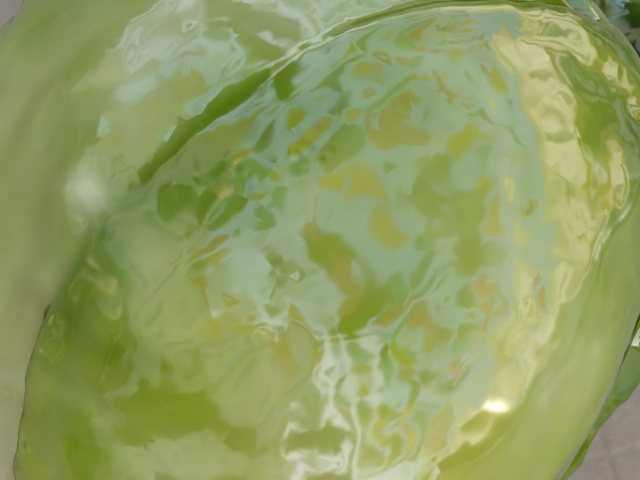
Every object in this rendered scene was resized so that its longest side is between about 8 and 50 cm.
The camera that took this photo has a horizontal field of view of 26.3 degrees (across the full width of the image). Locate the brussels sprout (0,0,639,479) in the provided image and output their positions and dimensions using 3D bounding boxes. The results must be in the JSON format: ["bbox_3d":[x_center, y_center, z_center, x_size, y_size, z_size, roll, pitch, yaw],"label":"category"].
[{"bbox_3d":[0.002,0.002,0.451,0.227,0.259,0.294,29,79,28],"label":"brussels sprout"}]
